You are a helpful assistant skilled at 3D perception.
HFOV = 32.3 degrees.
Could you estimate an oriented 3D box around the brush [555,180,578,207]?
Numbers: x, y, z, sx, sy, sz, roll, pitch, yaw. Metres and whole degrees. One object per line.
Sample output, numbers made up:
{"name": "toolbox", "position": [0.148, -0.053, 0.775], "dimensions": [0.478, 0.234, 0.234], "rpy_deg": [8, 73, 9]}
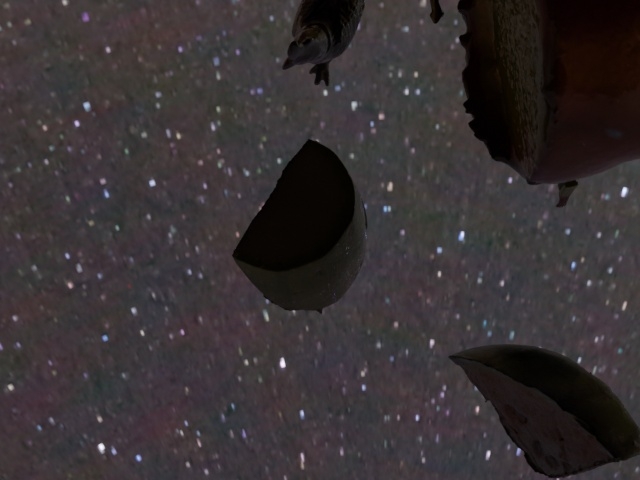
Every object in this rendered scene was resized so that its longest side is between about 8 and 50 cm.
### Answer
{"name": "brush", "position": [0.322, -0.065, 1.456], "dimensions": [0.018, 0.083, 0.021], "rpy_deg": [-15, -109, -2]}

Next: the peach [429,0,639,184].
{"name": "peach", "position": [0.313, -0.268, 1.260], "dimensions": [0.310, 0.406, 0.335], "rpy_deg": [-19, -148, -11]}

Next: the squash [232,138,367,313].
{"name": "squash", "position": [0.014, 0.002, 1.299], "dimensions": [0.085, 0.184, 0.192], "rpy_deg": [13, -116, 47]}

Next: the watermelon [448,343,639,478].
{"name": "watermelon", "position": [0.208, 0.155, 0.992], "dimensions": [0.071, 0.139, 0.187], "rpy_deg": [-38, -131, -27]}

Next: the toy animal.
{"name": "toy animal", "position": [0.016, -0.299, 1.454], "dimensions": [0.081, 0.206, 0.367], "rpy_deg": [26, -126, 1]}
